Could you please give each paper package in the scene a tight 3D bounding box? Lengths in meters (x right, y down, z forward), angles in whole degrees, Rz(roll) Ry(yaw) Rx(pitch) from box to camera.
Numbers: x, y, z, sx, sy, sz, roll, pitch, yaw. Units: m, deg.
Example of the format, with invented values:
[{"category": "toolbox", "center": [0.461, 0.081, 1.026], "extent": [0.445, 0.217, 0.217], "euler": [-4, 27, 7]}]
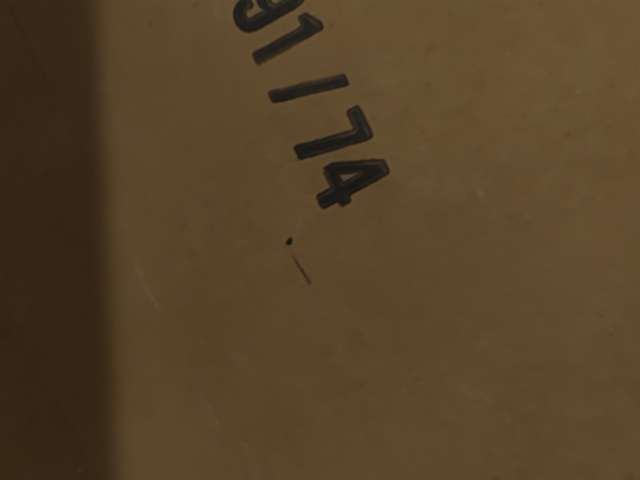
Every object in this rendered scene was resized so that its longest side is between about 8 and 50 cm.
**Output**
[{"category": "paper package", "center": [0.000, 0.000, 0.493], "extent": [0.325, 0.309, 0.168], "euler": [59, 18, 10]}]
